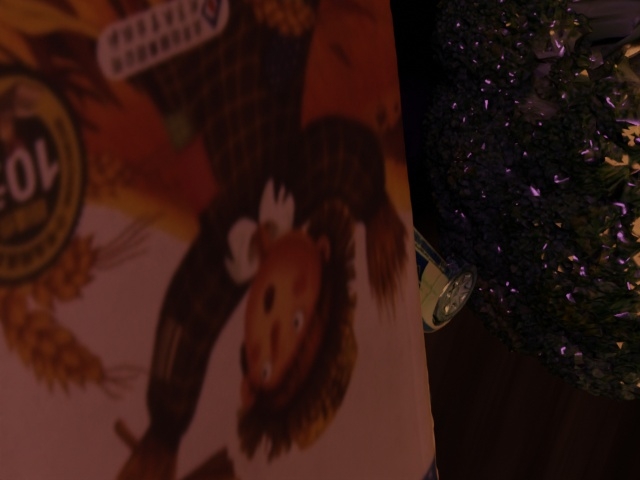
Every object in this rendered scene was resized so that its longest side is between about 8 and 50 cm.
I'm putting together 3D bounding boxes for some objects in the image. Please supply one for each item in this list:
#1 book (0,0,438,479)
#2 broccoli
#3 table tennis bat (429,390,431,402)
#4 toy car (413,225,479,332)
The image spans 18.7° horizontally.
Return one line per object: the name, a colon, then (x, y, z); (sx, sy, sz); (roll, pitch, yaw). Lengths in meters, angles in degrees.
book: (-0.040, 0.100, 0.690); (0.300, 0.039, 0.428); (-35, 123, -54)
broccoli: (0.163, -0.039, 0.990); (0.241, 0.269, 0.261); (-44, -164, 15)
table tennis bat: (-0.018, 0.158, 1.085); (0.237, 0.038, 0.149); (-47, 149, -27)
toy car: (0.000, 0.000, 0.896); (0.076, 0.090, 0.224); (-58, 155, -5)
